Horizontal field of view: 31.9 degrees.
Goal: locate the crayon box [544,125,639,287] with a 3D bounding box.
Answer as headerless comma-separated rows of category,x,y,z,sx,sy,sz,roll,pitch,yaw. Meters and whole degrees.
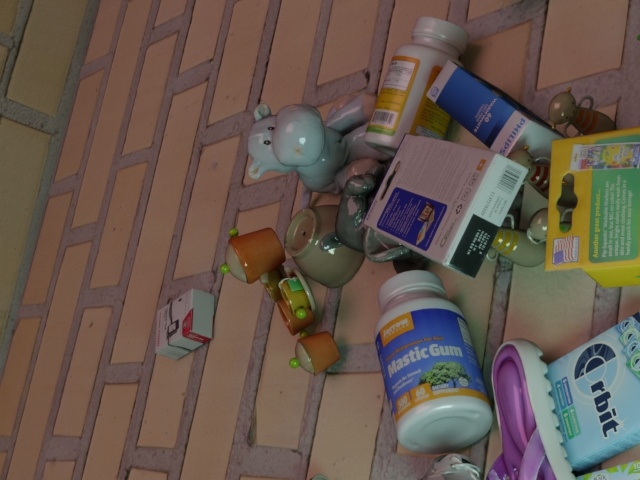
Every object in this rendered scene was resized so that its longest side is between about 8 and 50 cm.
crayon box,0.464,-0.052,1.470,0.323,0.083,0.203,-6,66,34

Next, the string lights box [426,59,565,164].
string lights box,0.293,-0.190,1.813,0.076,0.133,0.259,-58,36,14

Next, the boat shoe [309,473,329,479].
boat shoe,-0.016,0.506,1.921,0.065,0.075,0.206,-22,60,44

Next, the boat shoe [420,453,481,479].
boat shoe,0.190,0.350,1.625,0.084,0.095,0.258,-64,4,-7

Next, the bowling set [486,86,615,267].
bowling set,0.364,-0.069,1.630,0.200,0.154,0.287,36,102,56

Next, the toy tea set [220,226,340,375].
toy tea set,-0.088,0.119,2.114,0.124,0.200,0.336,-25,40,-10

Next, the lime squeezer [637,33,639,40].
lime squeezer,0.519,-0.199,1.592,0.110,0.059,0.310,108,162,-59

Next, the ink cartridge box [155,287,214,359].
ink cartridge box,-0.305,0.188,2.506,0.150,0.063,0.109,-32,48,42

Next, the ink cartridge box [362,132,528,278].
ink cartridge box,0.179,-0.064,1.729,0.175,0.069,0.371,-64,21,2

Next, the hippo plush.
hippo plush,-0.020,-0.204,2.165,0.294,0.237,0.234,-11,64,52

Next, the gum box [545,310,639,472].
gum box,0.397,0.208,1.535,0.184,0.041,0.157,-38,44,37

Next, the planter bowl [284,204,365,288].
planter bowl,0.000,0.000,2.142,0.162,0.109,0.162,-30,50,44

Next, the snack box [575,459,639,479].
snack box,0.383,0.354,1.476,0.141,0.037,0.100,-31,47,45

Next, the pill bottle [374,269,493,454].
pill bottle,0.168,0.185,1.768,0.152,0.152,0.272,-43,42,33

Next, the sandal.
sandal,0.272,0.326,1.550,0.169,0.102,0.416,109,162,-47

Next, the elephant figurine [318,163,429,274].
elephant figurine,0.140,-0.013,1.932,0.239,0.169,0.186,46,140,37

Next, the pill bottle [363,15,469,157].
pill bottle,0.180,-0.269,2.012,0.136,0.136,0.245,17,86,56
